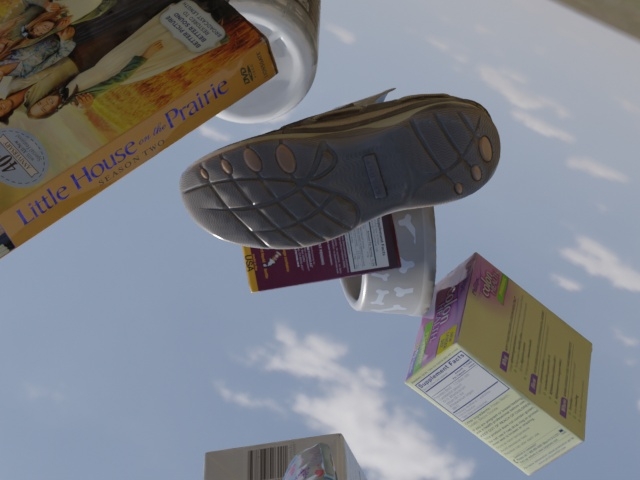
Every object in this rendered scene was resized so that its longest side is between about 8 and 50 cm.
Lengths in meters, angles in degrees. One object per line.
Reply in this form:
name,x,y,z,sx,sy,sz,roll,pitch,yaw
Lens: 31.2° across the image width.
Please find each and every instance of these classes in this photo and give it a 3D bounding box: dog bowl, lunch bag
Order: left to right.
lunch bag,-0.008,0.229,1.006,0.053,0.083,0.071,20,-164,-14
dog bowl,0.080,-0.051,1.720,0.102,0.349,0.349,-6,-156,-9

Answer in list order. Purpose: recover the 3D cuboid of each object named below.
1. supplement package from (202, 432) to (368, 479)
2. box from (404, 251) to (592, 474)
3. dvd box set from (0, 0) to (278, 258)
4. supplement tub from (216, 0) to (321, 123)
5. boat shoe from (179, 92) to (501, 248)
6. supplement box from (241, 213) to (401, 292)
supplement package,-0.018,0.387,1.408,0.177,0.293,0.175,-10,-128,11
box,0.266,0.179,1.678,0.243,0.117,0.213,38,-143,-13
dvd box set,-0.301,-0.165,1.239,0.307,0.420,0.062,46,164,34
supplement tub,-0.102,-0.341,1.712,0.207,0.207,0.338,21,-145,-14
boat shoe,0.023,-0.080,1.269,0.355,0.132,0.130,-8,-160,11
supplement box,0.000,0.000,1.428,0.188,0.081,0.104,-10,-165,2
